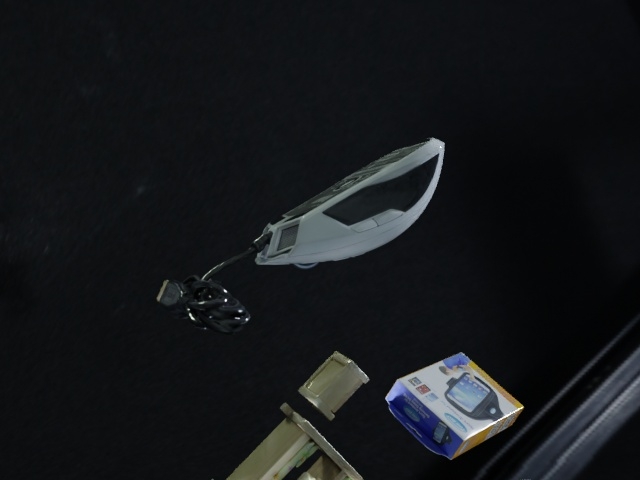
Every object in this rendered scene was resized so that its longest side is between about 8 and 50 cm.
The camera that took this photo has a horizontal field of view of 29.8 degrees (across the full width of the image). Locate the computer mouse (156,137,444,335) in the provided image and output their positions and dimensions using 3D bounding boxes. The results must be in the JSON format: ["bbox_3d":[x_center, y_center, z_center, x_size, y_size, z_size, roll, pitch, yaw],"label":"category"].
[{"bbox_3d":[0.000,0.000,0.685,0.193,0.106,0.042,-31,-82,-20],"label":"computer mouse"}]

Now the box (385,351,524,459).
[{"bbox_3d":[0.119,0.148,1.078,0.081,0.028,0.136,41,-154,22],"label":"box"}]

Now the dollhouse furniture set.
[{"bbox_3d":[0.013,0.220,1.119,0.182,0.161,0.101,-45,-67,-9],"label":"dollhouse furniture set"}]
